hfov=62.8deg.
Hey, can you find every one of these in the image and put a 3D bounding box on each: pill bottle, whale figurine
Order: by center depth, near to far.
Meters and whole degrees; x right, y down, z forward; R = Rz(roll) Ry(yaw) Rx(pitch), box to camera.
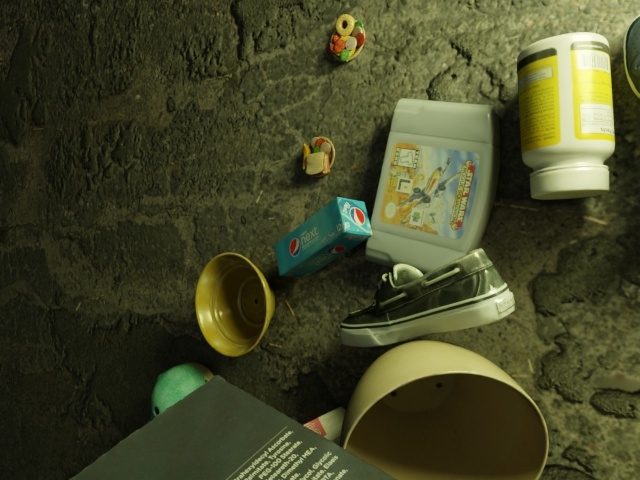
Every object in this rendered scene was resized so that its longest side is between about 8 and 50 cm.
[{"bbox_3d":[0.341,-0.166,0.733,0.119,0.119,0.208,-3,87,37],"label":"pill bottle"},{"bbox_3d":[-0.345,0.407,1.222,0.272,0.141,0.216,-47,64,27],"label":"whale figurine"}]

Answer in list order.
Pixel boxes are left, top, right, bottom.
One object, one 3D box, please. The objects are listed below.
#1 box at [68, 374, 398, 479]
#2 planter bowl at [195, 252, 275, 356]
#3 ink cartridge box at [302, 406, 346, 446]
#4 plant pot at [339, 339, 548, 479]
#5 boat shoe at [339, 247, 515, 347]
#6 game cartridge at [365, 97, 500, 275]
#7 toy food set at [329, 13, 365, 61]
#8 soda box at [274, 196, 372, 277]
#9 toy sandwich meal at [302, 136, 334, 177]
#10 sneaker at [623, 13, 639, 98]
[{"bbox_3d":[-0.050,0.516,0.674,0.472,0.297,0.479,16,123,35],"label":"box"},{"bbox_3d":[-0.164,0.133,1.122,0.217,0.090,0.217,0,90,37],"label":"planter bowl"},{"bbox_3d":[0.063,0.402,0.906,0.218,0.159,0.092,25,107,35],"label":"ink cartridge box"},{"bbox_3d":[0.161,0.262,0.793,0.191,0.284,0.284,-101,35,-68],"label":"plant pot"},{"bbox_3d":[0.150,0.092,0.851,0.335,0.121,0.119,-24,83,44],"label":"boat shoe"},{"bbox_3d":[0.192,-0.085,0.887,0.198,0.062,0.297,16,99,40],"label":"game cartridge"},{"bbox_3d":[0.051,-0.388,1.015,0.082,0.020,0.083,43,113,29],"label":"toy food set"},{"bbox_3d":[0.000,0.000,0.987,0.210,0.067,0.071,-34,59,43],"label":"soda box"},{"bbox_3d":[-0.008,-0.167,1.049,0.086,0.029,0.085,-1,89,37],"label":"toy sandwich meal"},{"bbox_3d":[0.442,-0.174,0.636,0.099,0.153,0.282,-21,77,34],"label":"sneaker"}]
